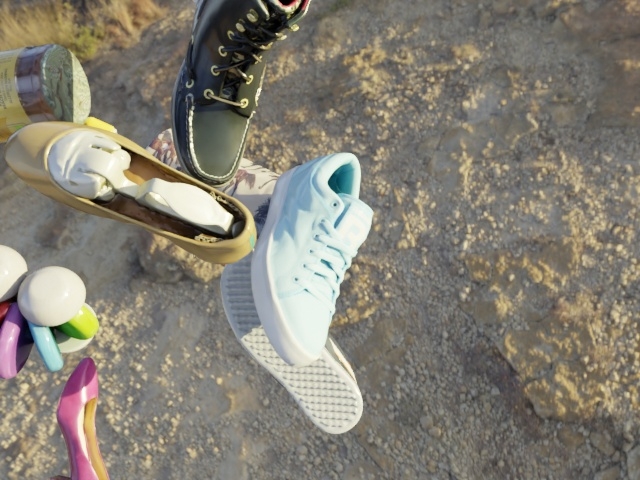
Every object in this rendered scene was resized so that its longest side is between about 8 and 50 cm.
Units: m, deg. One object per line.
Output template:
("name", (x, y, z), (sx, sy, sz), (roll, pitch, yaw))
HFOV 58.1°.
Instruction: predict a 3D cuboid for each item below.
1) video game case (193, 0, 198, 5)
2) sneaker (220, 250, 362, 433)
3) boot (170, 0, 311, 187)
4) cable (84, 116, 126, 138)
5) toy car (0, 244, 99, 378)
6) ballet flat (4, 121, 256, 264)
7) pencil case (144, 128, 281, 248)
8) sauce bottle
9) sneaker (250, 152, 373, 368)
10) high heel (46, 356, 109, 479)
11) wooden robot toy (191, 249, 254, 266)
("video game case", (-0.137, -0.349, 0.886), (0.011, 0.087, 0.122), (-38, 1, 35))
("sneaker", (-0.052, 0.162, 0.942), (0.126, 0.321, 0.127), (-32, 1, -2))
("boot", (-0.080, -0.174, 0.553), (0.178, 0.085, 0.236), (1, 83, 64))
("cable", (-0.542, -0.254, 1.161), (0.139, 0.287, 0.072), (-13, 52, 39))
("toy car", (-0.377, 0.102, 0.718), (0.182, 0.159, 0.136), (21, 58, -2))
("ballet flat", (-0.160, -0.051, 0.502), (0.232, 0.073, 0.080), (23, 74, -11))
("pencil case", (-0.156, -0.087, 1.130), (0.410, 0.160, 0.183), (24, 23, 19))
("sauce bottle", (-0.472, -0.172, 0.738), (0.344, 0.111, 0.111), (-5, 48, 12))
("sneaker", (0.000, 0.000, 0.836), (0.150, 0.135, 0.366), (-26, 45, 30))
("high heel", (-0.359, 0.314, 0.916), (0.117, 0.082, 0.244), (7, 75, 7))
("wooden robot toy", (-0.227, 0.028, 1.361), (0.173, 0.076, 0.079), (8, 25, -1))
